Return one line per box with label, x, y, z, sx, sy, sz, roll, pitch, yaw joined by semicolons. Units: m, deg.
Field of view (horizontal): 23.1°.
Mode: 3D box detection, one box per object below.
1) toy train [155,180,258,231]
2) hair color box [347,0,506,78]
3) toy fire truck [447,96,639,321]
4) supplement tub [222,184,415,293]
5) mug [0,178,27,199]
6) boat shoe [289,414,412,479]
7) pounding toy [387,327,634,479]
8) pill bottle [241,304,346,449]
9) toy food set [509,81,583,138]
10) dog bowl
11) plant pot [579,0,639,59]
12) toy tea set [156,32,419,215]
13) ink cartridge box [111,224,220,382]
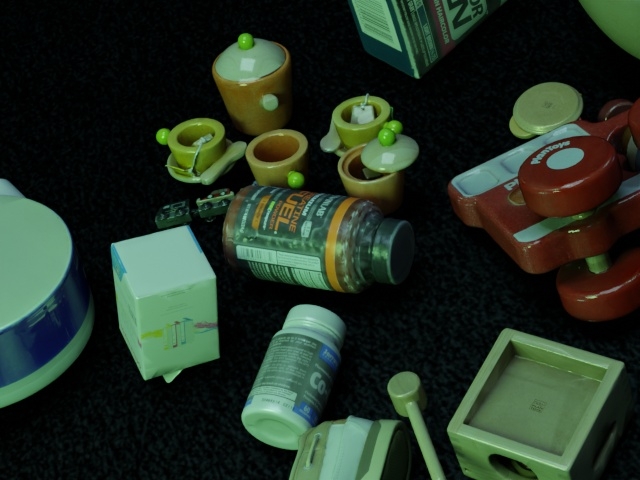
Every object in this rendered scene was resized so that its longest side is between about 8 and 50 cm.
toy train;-0.117;-0.043;1.835;0.158;0.027;0.036;-12;38;9
hair color box;0.185;-0.377;1.906;0.347;0.174;0.105;-43;51;-17
toy fire truck;0.303;-0.072;1.629;0.302;0.169;0.254;-27;29;-5
supplement tub;0.000;0.000;1.701;0.198;0.106;0.106;8;55;25
mug;-0.382;-0.028;1.901;0.064;0.062;0.078;31;77;28
boat shoe;-0.002;0.294;1.459;0.103;0.113;0.302;2;42;23
pounding toy;0.165;0.184;1.492;0.206;0.094;0.181;16;58;31
pill bottle;-0.024;0.139;1.610;0.078;0.078;0.137;5;54;24
toy food set;0.261;-0.148;1.788;0.082;0.020;0.083;7;54;25
dog bowl;-0.393;0.068;1.752;0.265;0.104;0.265;-6;39;5
plant pot;0.415;-0.296;1.741;0.284;0.191;0.284;-11;48;12
toy tea set;-0.025;-0.143;1.799;0.336;0.124;0.200;14;45;28
ink cartridge box;-0.166;0.073;1.686;0.090;0.143;0.092;-16;45;-17
